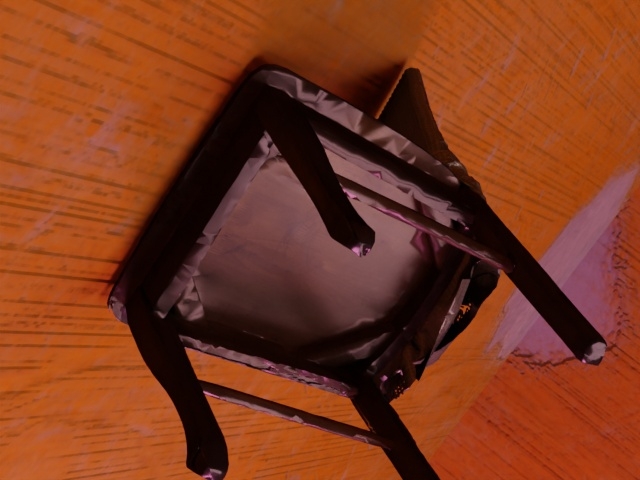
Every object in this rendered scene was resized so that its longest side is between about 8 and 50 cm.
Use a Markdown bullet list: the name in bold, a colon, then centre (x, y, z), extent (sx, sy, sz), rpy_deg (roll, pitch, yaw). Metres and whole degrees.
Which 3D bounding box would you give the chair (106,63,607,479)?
- **chair**: centre (0.000, 0.000, 1.026), extent (0.186, 0.319, 0.160), rpy_deg (22, 111, -29)
